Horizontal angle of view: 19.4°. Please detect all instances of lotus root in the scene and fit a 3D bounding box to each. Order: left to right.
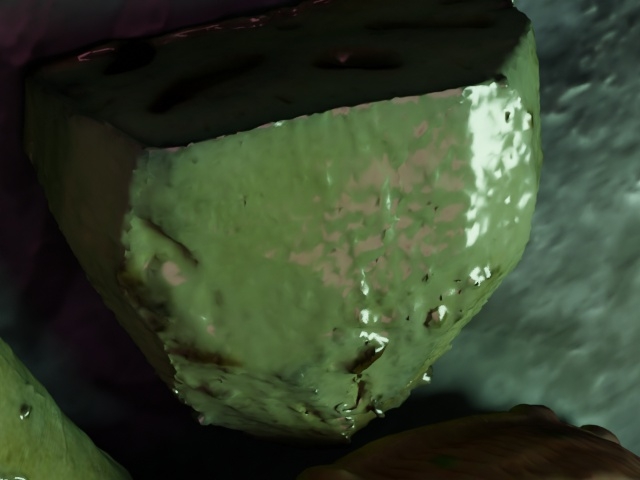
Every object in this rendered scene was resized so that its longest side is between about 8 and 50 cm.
[{"bbox_3d":[0.003,0.001,0.534,0.143,0.070,0.144,-23,128,-14],"label":"lotus root"}]

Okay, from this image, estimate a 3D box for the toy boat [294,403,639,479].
[{"bbox_3d":[0.029,0.130,0.546,0.318,0.141,0.099,-27,172,-44],"label":"toy boat"}]

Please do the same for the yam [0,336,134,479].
[{"bbox_3d":[-0.062,0.117,0.565,0.083,0.083,0.371,-39,129,-3],"label":"yam"}]
